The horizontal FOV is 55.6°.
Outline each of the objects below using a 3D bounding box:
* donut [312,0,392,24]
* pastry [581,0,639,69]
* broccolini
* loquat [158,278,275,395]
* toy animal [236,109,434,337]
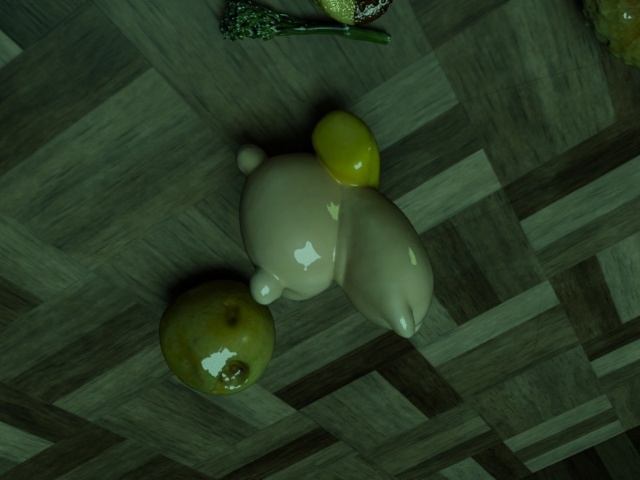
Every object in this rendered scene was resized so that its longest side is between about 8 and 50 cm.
[{"bbox_3d":[0.050,-0.338,0.760,0.140,0.059,0.141,-7,131,-8],"label":"donut"},{"bbox_3d":[0.496,-0.354,0.785,0.329,0.136,0.330,3,136,3],"label":"pastry"},{"bbox_3d":[-0.015,-0.283,0.805,0.239,0.054,0.051,-3,107,-21],"label":"broccolini"},{"bbox_3d":[-0.178,0.169,1.086,0.213,0.213,0.213,-8,134,-9],"label":"loquat"},{"bbox_3d":[-0.001,0.009,0.907,0.246,0.345,0.277,-21,169,-11],"label":"toy animal"}]
